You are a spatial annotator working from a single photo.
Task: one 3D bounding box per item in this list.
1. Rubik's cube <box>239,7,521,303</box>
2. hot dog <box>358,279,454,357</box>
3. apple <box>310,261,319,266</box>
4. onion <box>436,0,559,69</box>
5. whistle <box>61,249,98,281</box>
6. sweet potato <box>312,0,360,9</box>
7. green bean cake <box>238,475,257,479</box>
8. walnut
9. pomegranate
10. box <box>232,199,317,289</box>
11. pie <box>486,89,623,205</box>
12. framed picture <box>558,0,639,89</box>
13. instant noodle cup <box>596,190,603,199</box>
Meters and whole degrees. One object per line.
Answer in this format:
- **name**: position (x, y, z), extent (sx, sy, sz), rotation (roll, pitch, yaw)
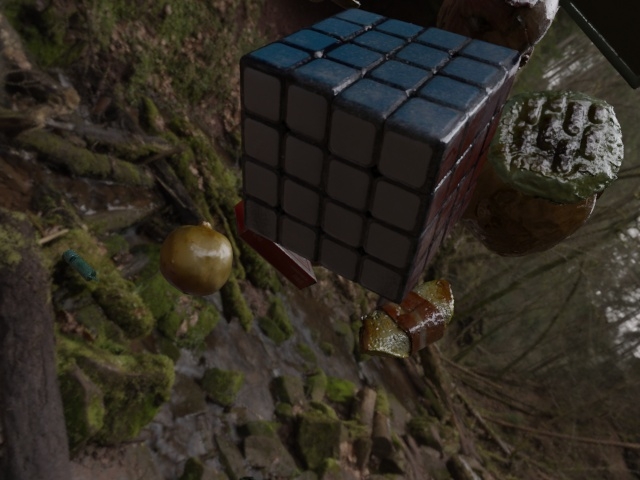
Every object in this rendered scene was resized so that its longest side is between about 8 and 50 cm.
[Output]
- **Rubik's cube**: position (0.090, -0.162, 0.862), extent (0.337, 0.343, 0.344), rotation (26, 46, 20)
- **hot dog**: position (0.174, 0.169, 0.992), extent (0.123, 0.262, 0.093), rotation (41, -35, 46)
- **apple**: position (0.000, 0.000, 1.869), extent (0.210, 0.235, 0.173), rotation (65, -11, -26)
- **onion**: position (0.473, -0.624, 1.372), extent (0.353, 0.354, 0.353), rotation (51, 14, -18)
- **whistle**: position (-0.674, 0.073, 1.391), extent (0.186, 0.039, 0.039), rotation (26, -10, 41)
- **sweet potato**: position (0.020, -0.660, 1.311), extent (0.233, 0.062, 0.081), rotation (-18, 83, -52)
- **green bean cake**: position (-0.206, 0.758, 1.340), extent (0.107, 0.208, 0.193), rotation (31, -27, -5)
- **walnut**: position (0.570, -0.133, 1.412), extent (0.354, 0.398, 0.307), rotation (52, -21, 42)
- **pomegranate**: position (-0.372, 0.059, 1.485), extent (0.233, 0.233, 0.233), rotation (51, 14, -18)
- **box**: position (-0.099, 0.010, 1.110), extent (0.229, 0.050, 0.123), rotation (45, 15, -35)
- **pie**: position (0.494, -0.207, 1.053), extent (0.306, 0.307, 0.071), rotation (61, -7, 24)
- **framed picture**: position (0.611, -0.451, 0.859), extent (0.019, 0.296, 0.232), rotation (-24, 77, -45)
- **instant noodle cup**: position (0.820, -0.231, 1.616), extent (0.182, 0.230, 0.230), rotation (-36, 92, -43)
